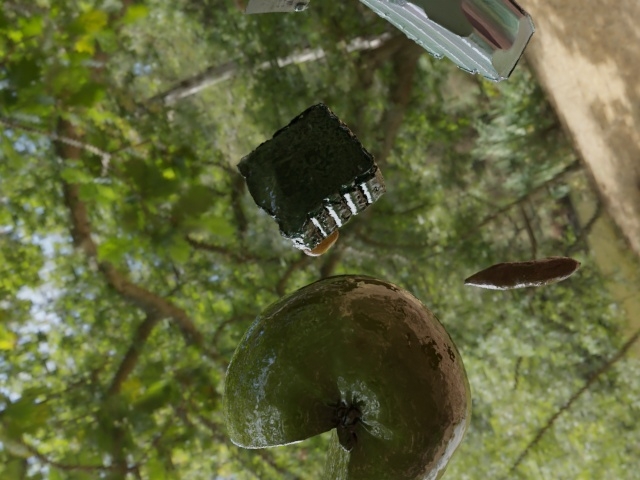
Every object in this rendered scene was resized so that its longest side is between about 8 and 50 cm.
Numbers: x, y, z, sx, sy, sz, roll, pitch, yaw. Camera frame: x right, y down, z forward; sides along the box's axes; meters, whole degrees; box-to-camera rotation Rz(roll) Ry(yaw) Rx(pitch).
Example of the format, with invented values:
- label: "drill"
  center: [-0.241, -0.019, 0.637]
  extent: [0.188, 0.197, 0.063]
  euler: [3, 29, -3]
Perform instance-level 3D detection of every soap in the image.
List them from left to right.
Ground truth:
- label: "soap"
  center: [0.282, -0.500, 2.077]
  extent: [0.261, 0.156, 0.446]
  euler: [27, -177, 40]

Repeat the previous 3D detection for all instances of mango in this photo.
- label: "mango"
  center: [0.000, 0.000, 2.143]
  extent: [0.060, 0.089, 0.046]
  euler: [66, 177, -26]

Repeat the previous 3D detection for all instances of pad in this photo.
- label: "pad"
  center: [-0.048, -0.559, 1.927]
  extent: [0.009, 0.160, 0.265]
  euler: [60, 143, 24]

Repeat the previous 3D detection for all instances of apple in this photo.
- label: "apple"
  center: [0.031, 0.185, 1.116]
  extent: [0.254, 0.292, 0.291]
  euler: [-104, -7, -87]

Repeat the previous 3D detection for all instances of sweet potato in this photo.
- label: "sweet potato"
  center: [0.366, 0.060, 1.713]
  extent: [0.065, 0.219, 0.051]
  euler: [178, 84, -83]

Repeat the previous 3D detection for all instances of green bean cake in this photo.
- label: "green bean cake"
  center: [-0.019, -0.131, 2.001]
  extent: [0.241, 0.255, 0.132]
  euler: [49, 178, 30]
